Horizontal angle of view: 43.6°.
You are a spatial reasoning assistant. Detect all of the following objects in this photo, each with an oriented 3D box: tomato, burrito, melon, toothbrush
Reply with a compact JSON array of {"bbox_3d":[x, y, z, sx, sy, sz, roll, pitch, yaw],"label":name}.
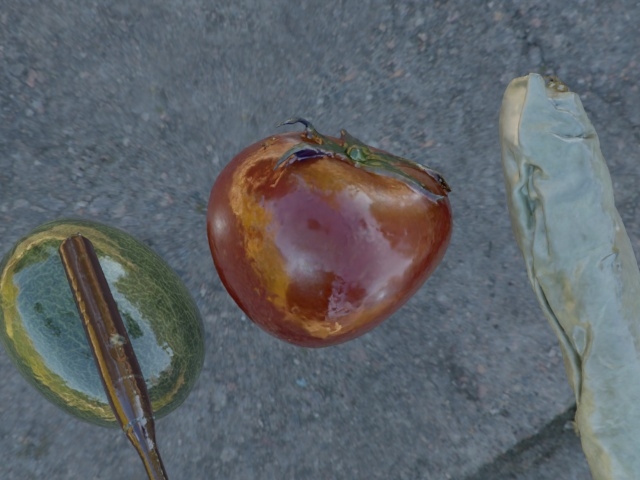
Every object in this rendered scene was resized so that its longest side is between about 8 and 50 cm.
[{"bbox_3d":[0.000,0.000,0.549,0.167,0.167,0.168,0,92,-6],"label":"tomato"},{"bbox_3d":[0.207,0.066,0.594,0.076,0.117,0.392,-16,98,19],"label":"burrito"},{"bbox_3d":[-0.290,0.106,1.055,0.237,0.237,0.302,-40,115,-4],"label":"melon"},{"bbox_3d":[-0.192,0.131,0.772,0.040,0.041,0.364,-28,55,-5],"label":"toothbrush"}]
